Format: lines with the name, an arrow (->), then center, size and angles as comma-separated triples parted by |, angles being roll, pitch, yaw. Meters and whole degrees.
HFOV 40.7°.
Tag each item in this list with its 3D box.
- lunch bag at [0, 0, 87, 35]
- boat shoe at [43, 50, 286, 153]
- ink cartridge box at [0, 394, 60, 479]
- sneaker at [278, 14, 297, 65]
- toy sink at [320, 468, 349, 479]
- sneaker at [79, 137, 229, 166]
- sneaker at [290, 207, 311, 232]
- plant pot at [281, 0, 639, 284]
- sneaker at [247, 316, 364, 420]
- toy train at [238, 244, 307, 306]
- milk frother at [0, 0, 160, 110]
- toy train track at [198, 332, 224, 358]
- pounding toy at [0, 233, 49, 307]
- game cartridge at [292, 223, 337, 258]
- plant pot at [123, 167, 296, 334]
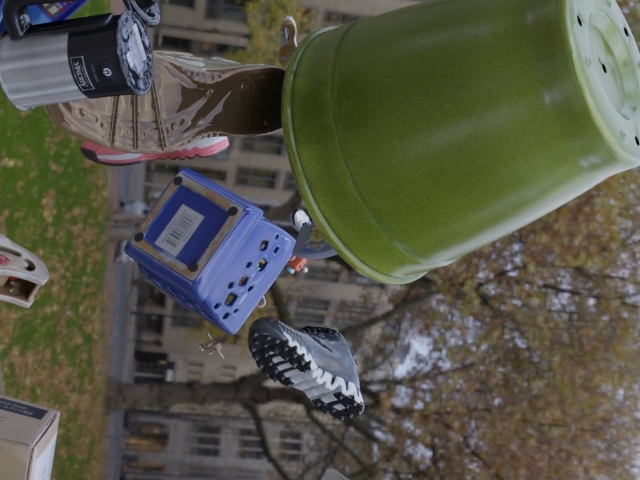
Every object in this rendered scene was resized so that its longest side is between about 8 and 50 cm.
lunch bag -> -0.363, -0.337, 0.983 | 0.293, 0.138, 0.221 | -38, -110, 31
boat shoe -> -0.195, -0.179, 1.094 | 0.110, 0.341, 0.121 | 24, -68, 48
ink cartridge box -> -0.434, 0.298, 1.045 | 0.088, 0.193, 0.234 | -72, 177, -70
sneaker -> -0.051, -0.322, 1.388 | 0.037, 0.032, 0.083 | -91, -172, -50
toy sink -> 0.087, 0.543, 1.567 | 0.131, 0.153, 0.234 | -47, -147, -16
sneaker -> -0.349, -0.236, 1.794 | 0.116, 0.314, 0.136 | -73, 157, -74
sneaker -> -0.026, -0.018, 1.782 | 0.044, 0.040, 0.109 | 16, -46, 62
plant pot -> 0.204, -0.158, 1.081 | 0.353, 0.366, 0.366 | -17, -119, 37
sneaker -> -0.018, 0.153, 1.188 | 0.078, 0.234, 0.106 | -22, -136, 29
toy train -> -0.113, 0.063, 1.939 | 0.125, 0.166, 0.046 | 45, -1, 30
milk frother -> -0.243, -0.210, 0.890 | 0.143, 0.135, 0.129 | -60, 144, -69
toy train track -> -0.173, 0.166, 1.329 | 0.048, 0.014, 0.083 | 59, -26, -8
pounding toy -> -0.654, 0.089, 1.711 | 0.155, 0.154, 0.269 | -52, 170, 18
game cartridge -> 0.000, 0.000, 1.198 | 0.017, 0.083, 0.056 | 45, 49, -41
plant pot -> -0.220, 0.011, 1.652 | 0.236, 0.236, 0.212 | -56, 156, -10
